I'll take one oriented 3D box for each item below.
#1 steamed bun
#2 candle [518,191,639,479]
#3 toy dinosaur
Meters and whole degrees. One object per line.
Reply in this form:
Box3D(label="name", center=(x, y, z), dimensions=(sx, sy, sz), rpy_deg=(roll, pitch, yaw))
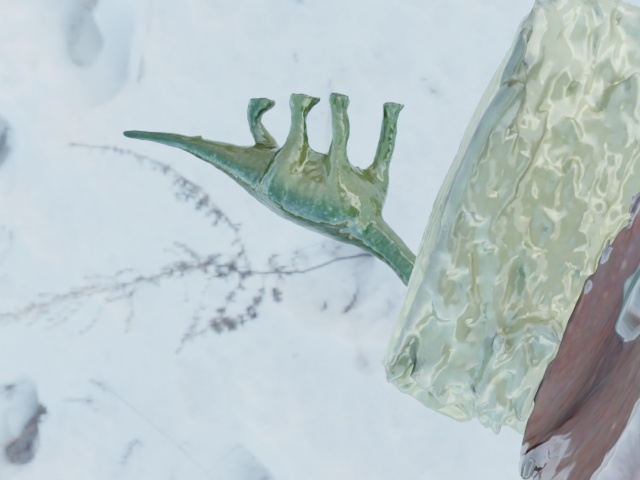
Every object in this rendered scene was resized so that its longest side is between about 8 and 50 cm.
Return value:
Box3D(label="steamed bun", center=(0.206, 0.005, 0.728), dimensions=(0.272, 0.273, 0.290), rpy_deg=(27, 99, 2))
Box3D(label="candle", center=(0.185, 0.009, 0.428), dimensions=(0.131, 0.317, 0.287), rpy_deg=(23, 89, 8))
Box3D(label="toy dinosaur", center=(0.000, 0.000, 1.134), dimensions=(0.447, 0.087, 0.300), rpy_deg=(2, 91, 18))
